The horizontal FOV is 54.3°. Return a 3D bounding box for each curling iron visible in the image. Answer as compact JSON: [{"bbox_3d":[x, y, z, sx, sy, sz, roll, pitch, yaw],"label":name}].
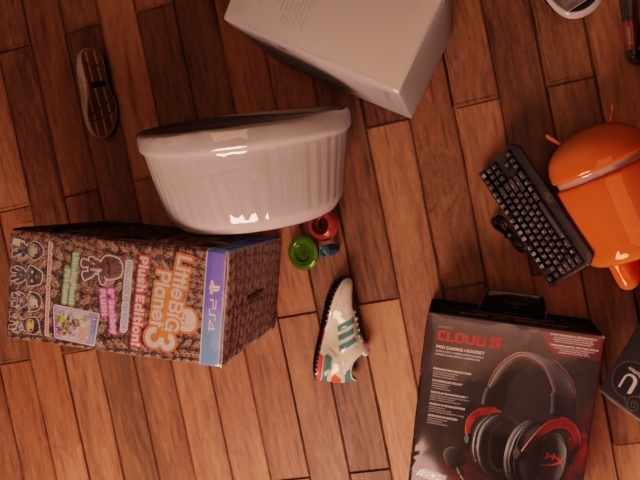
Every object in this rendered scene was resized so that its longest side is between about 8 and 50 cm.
[{"bbox_3d":[0.402,-0.355,0.795,0.068,0.035,0.274,-14,92,8],"label":"curling iron"}]

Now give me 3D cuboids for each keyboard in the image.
[{"bbox_3d":[0.269,-0.026,0.819,0.023,0.108,0.180,-18,71,-30],"label":"keyboard"}]

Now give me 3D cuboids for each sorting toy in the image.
[{"bbox_3d":[0.000,0.000,0.908,0.061,0.042,0.102,42,114,21],"label":"sorting toy"}]

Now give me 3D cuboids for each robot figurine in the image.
[{"bbox_3d":[0.370,-0.053,0.777,0.128,0.158,0.219,-25,89,-14],"label":"robot figurine"}]

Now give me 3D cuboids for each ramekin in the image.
[{"bbox_3d":[-0.089,-0.096,0.810,0.273,0.273,0.127,-4,106,12],"label":"ramekin"}]

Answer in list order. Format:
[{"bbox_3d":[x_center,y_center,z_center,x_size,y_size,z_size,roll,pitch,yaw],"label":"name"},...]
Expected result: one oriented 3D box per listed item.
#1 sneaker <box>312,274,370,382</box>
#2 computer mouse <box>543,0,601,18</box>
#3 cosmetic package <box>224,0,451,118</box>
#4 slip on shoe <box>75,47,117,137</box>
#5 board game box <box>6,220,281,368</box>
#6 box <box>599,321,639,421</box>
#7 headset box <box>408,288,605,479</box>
[{"bbox_3d":[0.038,0.132,0.905,0.075,0.057,0.161,12,96,-6],"label":"sneaker"},{"bbox_3d":[0.292,-0.366,0.815,0.106,0.042,0.193,-31,82,8],"label":"computer mouse"},{"bbox_3d":[0.036,-0.267,0.781,0.225,0.224,0.138,24,98,9],"label":"cosmetic package"},{"bbox_3d":[-0.351,-0.225,0.962,0.041,0.051,0.135,3,106,51],"label":"slip on shoe"},{"bbox_3d":[-0.226,0.059,0.858,0.291,0.232,0.141,6,95,11],"label":"board game box"},{"bbox_3d":[0.483,0.110,0.718,0.165,0.143,0.270,18,104,-33],"label":"box"},{"bbox_3d":[0.240,0.211,0.833,0.218,0.110,0.293,7,96,12],"label":"headset box"}]
